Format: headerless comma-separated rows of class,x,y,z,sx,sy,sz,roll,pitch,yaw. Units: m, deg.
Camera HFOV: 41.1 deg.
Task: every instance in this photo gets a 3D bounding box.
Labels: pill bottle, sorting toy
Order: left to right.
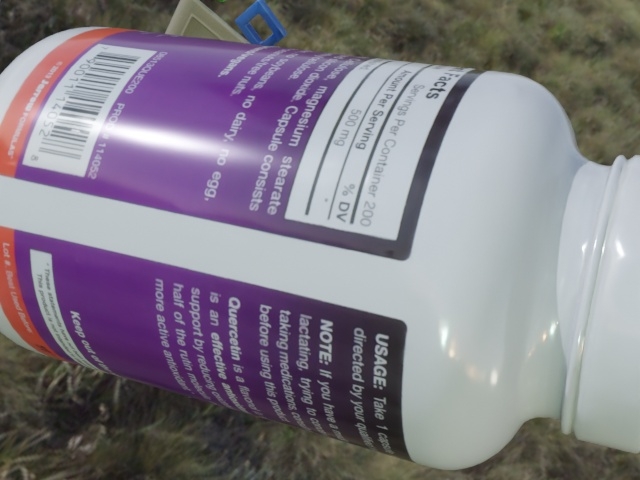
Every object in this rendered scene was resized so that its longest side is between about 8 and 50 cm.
sorting toy,-0.161,-0.269,1.326,0.196,0.348,0.047,43,49,0
pill bottle,0.000,0.000,0.418,0.323,0.182,0.181,12,23,21
